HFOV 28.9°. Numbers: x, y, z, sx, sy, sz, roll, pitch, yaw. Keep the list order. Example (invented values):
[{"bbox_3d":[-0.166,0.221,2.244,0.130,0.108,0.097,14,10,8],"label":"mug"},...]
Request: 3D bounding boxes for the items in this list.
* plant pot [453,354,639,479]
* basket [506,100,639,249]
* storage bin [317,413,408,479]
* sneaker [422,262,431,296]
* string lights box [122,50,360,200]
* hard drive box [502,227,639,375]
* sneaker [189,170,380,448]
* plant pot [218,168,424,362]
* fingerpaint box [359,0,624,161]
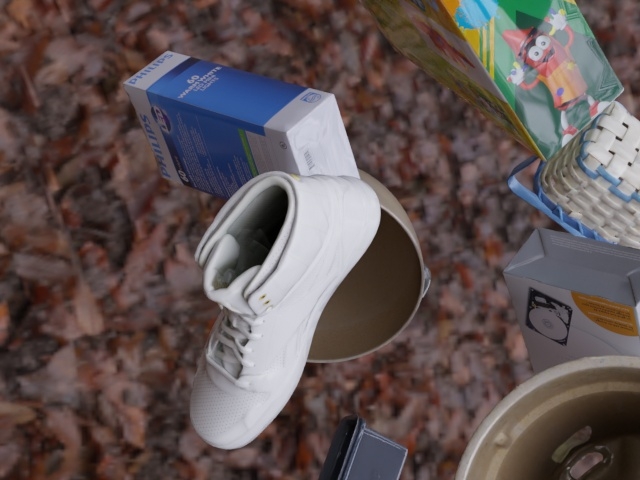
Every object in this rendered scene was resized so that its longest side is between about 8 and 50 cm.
[{"bbox_3d":[0.332,0.311,1.349,0.305,0.333,0.334,37,51,-69],"label":"plant pot"},{"bbox_3d":[0.475,-0.084,2.087,0.254,0.289,0.201,35,58,-5],"label":"basket"},{"bbox_3d":[0.055,0.321,1.709,0.091,0.098,0.135,26,71,-12],"label":"storage bin"},{"bbox_3d":[0.119,0.142,2.323,0.086,0.228,0.132,41,25,-12],"label":"sneaker"},{"bbox_3d":[-0.086,-0.108,1.324,0.077,0.259,0.133,-43,133,-28],"label":"string lights box"},{"bbox_3d":[0.342,0.111,1.505,0.089,0.181,0.232,-48,133,-28],"label":"hard drive box"},{"bbox_3d":[-0.073,0.063,1.116,0.169,0.108,0.293,6,115,-60],"label":"sneaker"},{"bbox_3d":[0.000,0.000,1.714,0.284,0.284,0.191,56,20,-26],"label":"plant pot"},{"bbox_3d":[0.180,-0.367,1.761,0.163,0.445,0.371,-42,129,0],"label":"fingerpaint box"}]
